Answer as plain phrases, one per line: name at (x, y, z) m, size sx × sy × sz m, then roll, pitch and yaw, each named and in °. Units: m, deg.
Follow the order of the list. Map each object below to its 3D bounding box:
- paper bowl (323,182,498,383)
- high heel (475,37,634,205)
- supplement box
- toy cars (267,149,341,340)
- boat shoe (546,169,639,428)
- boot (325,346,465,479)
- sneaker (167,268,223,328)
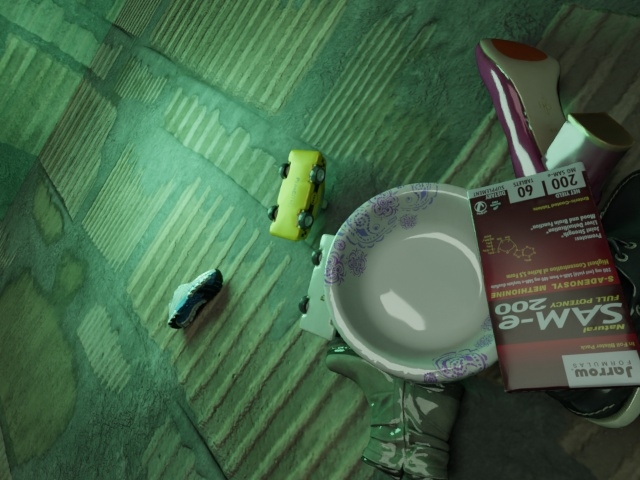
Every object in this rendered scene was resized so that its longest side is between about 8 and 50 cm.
paper bowl at (0.158, 0.068, 0.624) m, size 0.285 × 0.148 × 0.283 m, roll -6°, pitch 67°, yaw 14°
high heel at (0.316, -0.181, 0.666) m, size 0.128 × 0.181 × 0.376 m, roll 1°, pitch 47°, yaw -7°
supplement box at (0.257, 0.044, 0.470) m, size 0.131 × 0.073 × 0.239 m, roll -14°, pitch 66°, yaw 26°
toy cars at (0.000, 0.000, 0.821) m, size 0.177 × 0.087 × 0.393 m, roll -33°, pitch 63°, yaw 27°
boat shoe at (0.354, 0.049, 0.515) m, size 0.127 × 0.113 × 0.339 m, roll -168°, pitch 100°, yaw -79°
boot at (0.091, 0.269, 0.648) m, size 0.247 × 0.083 × 0.161 m, roll 8°, pitch 64°, yaw 34°
sneaker at (-0.314, 0.124, 1.001) m, size 0.191 × 0.071 × 0.082 m, roll -44°, pitch 50°, yaw 15°
